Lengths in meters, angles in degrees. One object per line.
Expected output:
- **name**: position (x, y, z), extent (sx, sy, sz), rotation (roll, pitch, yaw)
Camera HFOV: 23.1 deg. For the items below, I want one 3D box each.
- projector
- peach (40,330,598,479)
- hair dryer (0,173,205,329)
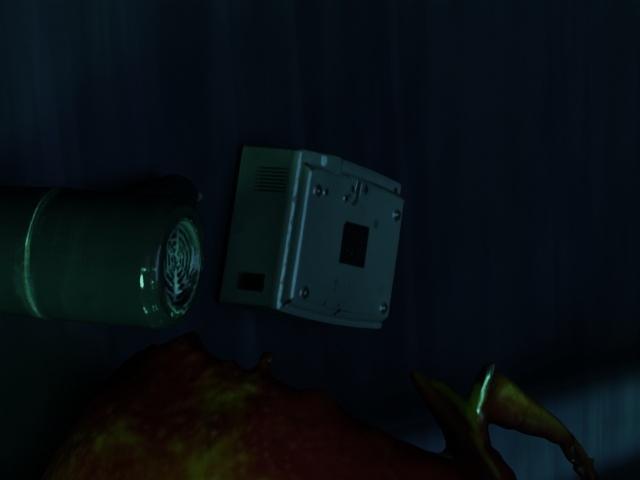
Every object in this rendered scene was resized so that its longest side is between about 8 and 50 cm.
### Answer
- **projector**: position (0.000, 0.000, 1.095), extent (0.147, 0.061, 0.115), rotation (15, 81, -58)
- **peach**: position (0.003, 0.244, 0.885), extent (0.406, 0.335, 0.310), rotation (54, 50, -54)
- **hair dryer**: position (-0.106, -0.007, 0.897), extent (0.219, 0.124, 0.071), rotation (-35, 127, -69)
